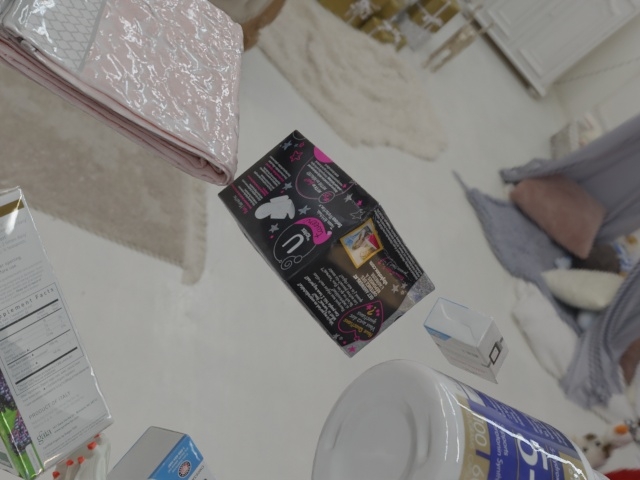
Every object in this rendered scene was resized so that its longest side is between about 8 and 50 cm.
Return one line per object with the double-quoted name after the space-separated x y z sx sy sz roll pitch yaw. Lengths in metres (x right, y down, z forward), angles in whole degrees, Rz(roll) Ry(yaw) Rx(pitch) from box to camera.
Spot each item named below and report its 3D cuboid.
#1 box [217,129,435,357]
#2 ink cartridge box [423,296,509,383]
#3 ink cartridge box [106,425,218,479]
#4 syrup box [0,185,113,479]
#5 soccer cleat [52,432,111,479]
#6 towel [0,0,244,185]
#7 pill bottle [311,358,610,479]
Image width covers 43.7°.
0.000 0.000 0.997 0.163 0.142 0.247 53 -2 -37 "box"
0.256 0.174 1.368 0.060 0.104 0.180 -59 146 -15 "ink cartridge box"
-0.302 0.568 1.610 0.223 0.129 0.307 -50 126 -39 "ink cartridge box"
-0.279 0.077 0.695 0.096 0.093 0.237 -33 115 -42 "syrup box"
-0.293 0.312 0.979 0.196 0.068 0.076 -99 165 -68 "soccer cleat"
-0.226 -0.254 0.990 0.317 0.053 0.332 31 38 -30 "towel"
0.098 0.153 0.477 0.186 0.112 0.112 28 41 -30 "pill bottle"
